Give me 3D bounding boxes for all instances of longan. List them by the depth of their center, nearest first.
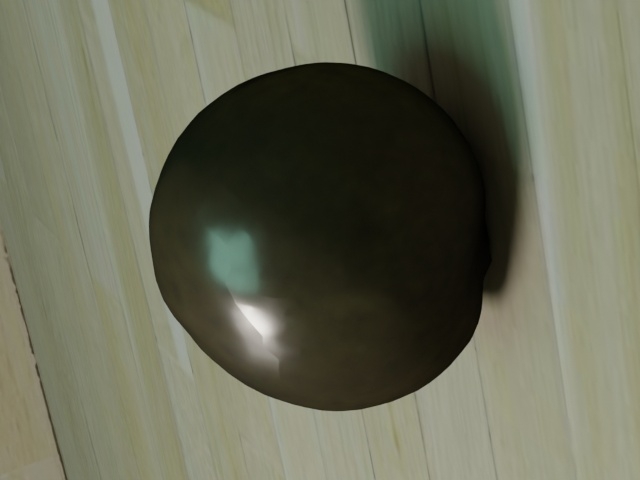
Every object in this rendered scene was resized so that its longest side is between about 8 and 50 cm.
[{"bbox_3d":[0.000,0.000,1.134,0.196,0.196,0.220,56,169,38],"label":"longan"}]
